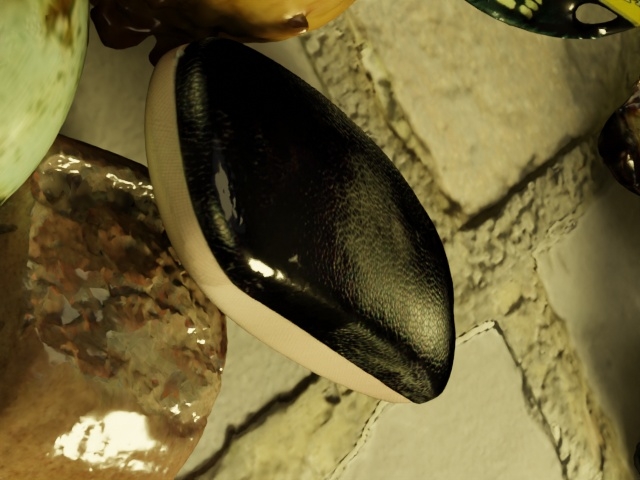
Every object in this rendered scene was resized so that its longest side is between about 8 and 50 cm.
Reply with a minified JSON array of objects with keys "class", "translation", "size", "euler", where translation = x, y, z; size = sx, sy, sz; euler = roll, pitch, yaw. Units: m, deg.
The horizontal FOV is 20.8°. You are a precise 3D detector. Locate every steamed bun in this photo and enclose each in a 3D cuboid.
[{"class":"steamed bun","translation":[-0.111,0.040,0.806],"size":[0.145,0.106,0.175],"euler":[21,67,-40]}]

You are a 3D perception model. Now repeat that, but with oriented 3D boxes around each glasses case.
[{"class":"glasses case","translation":[0.000,0.000,0.866],"size":[0.314,0.075,0.122],"euler":[37,44,-61]}]

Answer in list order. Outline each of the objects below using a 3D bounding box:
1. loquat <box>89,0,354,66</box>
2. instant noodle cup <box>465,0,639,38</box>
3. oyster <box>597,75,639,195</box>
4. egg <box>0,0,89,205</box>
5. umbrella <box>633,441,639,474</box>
[{"class":"loquat","translation":[-0.053,-0.205,0.824],"size":[0.238,0.193,0.238],"euler":[-5,90,-83]},{"class":"instant noodle cup","translation":[0.173,-0.271,1.054],"size":[0.215,0.215,0.236],"euler":[54,45,-21]},{"class":"oyster","translation":[0.324,-0.109,1.219],"size":[0.221,0.096,0.361],"euler":[47,56,-19]},{"class":"egg","translation":[-0.195,-0.070,0.712],"size":[0.169,0.169,0.231],"euler":[50,64,-23]},{"class":"umbrella","translation":[0.292,0.208,1.130],"size":[0.154,0.128,0.336],"euler":[-19,102,-26]}]
